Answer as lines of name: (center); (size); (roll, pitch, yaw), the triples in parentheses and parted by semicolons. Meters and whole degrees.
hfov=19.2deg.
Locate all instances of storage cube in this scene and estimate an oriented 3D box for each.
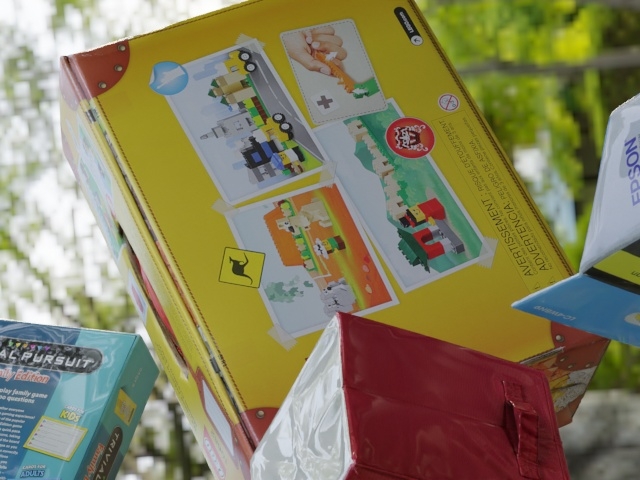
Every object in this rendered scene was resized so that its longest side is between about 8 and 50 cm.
storage cube: (0.069, 0.199, 1.518); (0.184, 0.193, 0.215); (-96, 28, -51)

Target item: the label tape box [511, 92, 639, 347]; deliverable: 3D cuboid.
label tape box: (0.325, -0.037, 1.248); (0.249, 0.347, 0.115); (17, -123, -33)

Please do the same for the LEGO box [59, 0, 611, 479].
LEGO box: (0.000, 0.000, 1.898); (0.193, 0.372, 0.500); (100, 147, -59)

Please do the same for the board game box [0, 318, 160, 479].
board game box: (-0.350, 0.244, 2.023); (0.079, 0.253, 0.336); (68, -145, -48)
